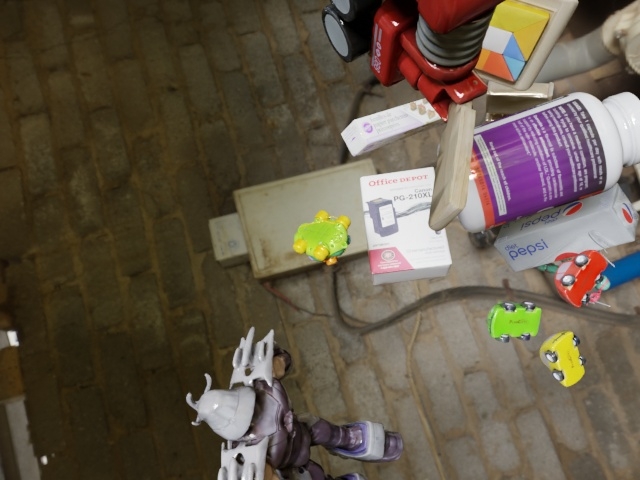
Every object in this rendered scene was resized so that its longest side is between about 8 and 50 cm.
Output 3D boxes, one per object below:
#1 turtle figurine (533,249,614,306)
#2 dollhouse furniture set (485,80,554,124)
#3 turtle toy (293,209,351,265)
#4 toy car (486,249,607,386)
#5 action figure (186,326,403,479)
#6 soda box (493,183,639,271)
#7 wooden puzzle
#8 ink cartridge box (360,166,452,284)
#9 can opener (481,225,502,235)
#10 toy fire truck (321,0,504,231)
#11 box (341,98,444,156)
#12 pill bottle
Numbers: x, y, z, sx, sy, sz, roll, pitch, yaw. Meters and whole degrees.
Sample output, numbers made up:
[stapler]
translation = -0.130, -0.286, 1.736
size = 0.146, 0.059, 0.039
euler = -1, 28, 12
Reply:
[turtle figurine]
translation = 0.696, 0.078, 1.416
size = 0.234, 0.118, 0.175
euler = 32, 109, 24
[dollhouse furniture set]
translation = 0.605, -0.544, 1.546
size = 0.303, 0.174, 0.355
euler = 50, -128, -67
[turtle toy]
translation = 0.000, 0.000, 0.936
size = 0.130, 0.095, 0.066
euler = 16, 150, 41
[toy car]
translation = 0.359, 0.126, 0.864
size = 0.053, 0.225, 0.238
euler = -155, 70, -65
[action figure]
translation = -0.027, 0.200, 0.500
size = 0.285, 0.099, 0.185
euler = 45, -136, -40
[soda box]
translation = 0.549, -0.020, 1.186
size = 0.098, 0.091, 0.286
euler = 49, 141, -14
[wooden puzzle]
translation = 0.374, -0.430, 1.098
size = 0.220, 0.239, 0.044
euler = 103, -175, -54
[ink cartridge box]
translation = 0.187, -0.033, 1.179
size = 0.100, 0.172, 0.237
euler = 70, -166, -68
[can opener]
translation = 0.432, -0.125, 1.348
size = 0.095, 0.076, 0.283
euler = 18, 147, 40
[toy fire truck]
translation = 0.094, -0.159, 0.420
size = 0.246, 0.159, 0.217
euler = 57, 173, 14
[box]
translation = 0.195, -0.275, 1.215
size = 0.063, 0.324, 0.067
euler = 62, 147, 6
[pill bottle]
translation = 0.382, -0.142, 0.915
size = 0.181, 0.323, 0.181
euler = -18, -90, -80
